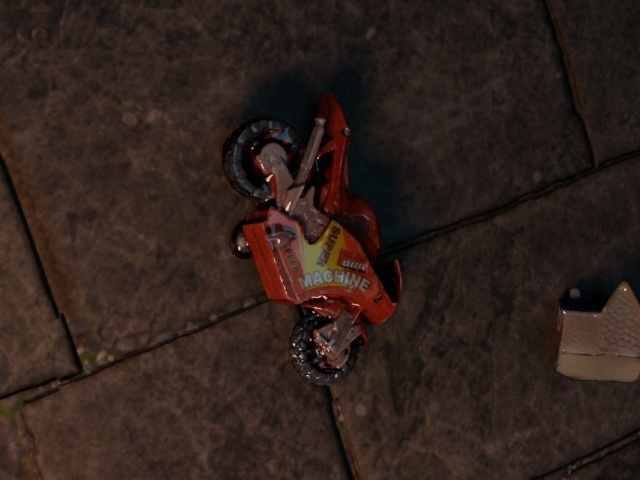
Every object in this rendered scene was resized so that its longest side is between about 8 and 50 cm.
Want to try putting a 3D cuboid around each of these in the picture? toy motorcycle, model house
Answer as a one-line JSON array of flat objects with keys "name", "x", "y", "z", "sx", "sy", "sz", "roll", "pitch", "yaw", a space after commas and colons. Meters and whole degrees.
[{"name": "toy motorcycle", "x": -0.001, "y": 0.001, "z": 1.358, "sx": 0.171, "sy": 0.089, "sz": 0.298, "roll": -21, "pitch": 98, "yaw": -23}, {"name": "model house", "x": 0.331, "y": 0.108, "z": 1.511, "sx": 0.101, "sy": 0.087, "sz": 0.100, "roll": 2, "pitch": 63, "yaw": 8}]
